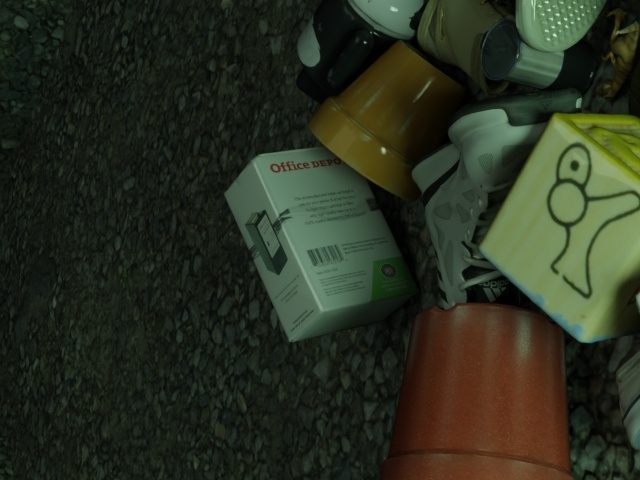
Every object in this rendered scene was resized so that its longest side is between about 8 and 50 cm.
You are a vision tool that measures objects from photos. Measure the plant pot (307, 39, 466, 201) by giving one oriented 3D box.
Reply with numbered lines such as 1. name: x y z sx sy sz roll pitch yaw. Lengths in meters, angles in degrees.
1. plant pot: 0.116 -0.193 2.015 0.188 0.205 0.205 -54 38 12

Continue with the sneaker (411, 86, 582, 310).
1. sneaker: 0.250 -0.031 1.740 0.447 0.169 0.257 129 132 -74

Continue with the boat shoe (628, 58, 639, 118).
1. boat shoe: 0.434 -0.220 1.608 0.080 0.073 0.223 -123 31 -51

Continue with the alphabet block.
1. alphabet block: 0.339 -0.019 1.557 0.192 0.193 0.197 44 121 30

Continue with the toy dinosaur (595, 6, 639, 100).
1. toy dinosaur: 0.391 -0.249 1.664 0.211 0.064 0.112 82 -163 -66

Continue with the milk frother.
1. milk frother: 0.278 -0.215 1.798 0.129 0.134 0.143 7 88 60

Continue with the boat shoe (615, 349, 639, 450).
1. boat shoe: 0.445 0.080 1.479 0.367 0.136 0.156 119 147 -45

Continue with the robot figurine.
1. robot figurine: 0.073 -0.331 2.125 0.278 0.173 0.209 -52 45 38

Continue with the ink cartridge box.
1. ink cartridge box: 0.000 0.000 2.065 0.115 0.198 0.273 -45 63 46

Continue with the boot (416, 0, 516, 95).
1. boot: 0.245 -0.360 1.924 0.203 0.095 0.262 49 125 52

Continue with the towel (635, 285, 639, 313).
1. towel: 0.465 0.177 1.331 0.237 0.037 0.329 -15 100 50

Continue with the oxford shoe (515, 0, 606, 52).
1. oxford shoe: 0.320 -0.457 1.757 0.130 0.169 0.449 0 75 45

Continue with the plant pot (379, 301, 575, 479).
1. plant pot: 0.206 0.232 1.703 0.272 0.272 0.265 -22 56 54
